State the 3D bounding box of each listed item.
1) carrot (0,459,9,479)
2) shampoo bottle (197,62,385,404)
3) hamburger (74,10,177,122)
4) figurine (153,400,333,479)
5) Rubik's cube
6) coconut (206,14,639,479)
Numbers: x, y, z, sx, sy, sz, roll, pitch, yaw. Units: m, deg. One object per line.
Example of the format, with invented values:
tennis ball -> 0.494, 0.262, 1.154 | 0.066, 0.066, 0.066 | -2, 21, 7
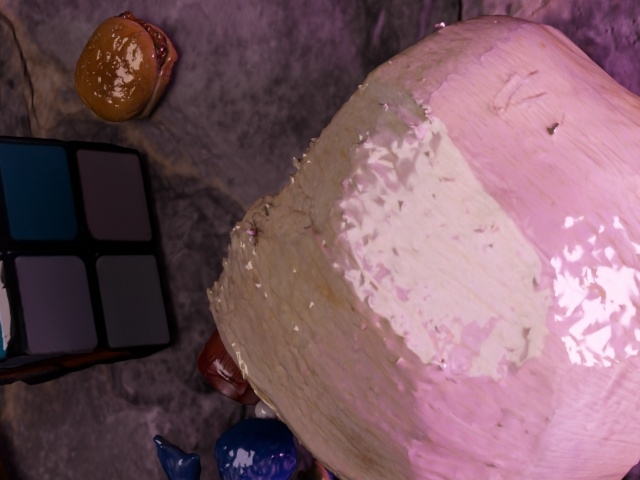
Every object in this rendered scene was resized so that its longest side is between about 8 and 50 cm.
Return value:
carrot -> -0.285, 0.205, 1.431 | 0.066, 0.066, 0.314 | -35, 74, 30
shampoo bottle -> 0.000, 0.000, 1.204 | 0.064, 0.102, 0.260 | 33, 111, 0
hamburger -> -0.155, -0.135, 1.345 | 0.076, 0.044, 0.083 | 37, 113, 30
figurine -> -0.049, 0.247, 1.217 | 0.164, 0.121, 0.262 | -8, 95, 26
Rubik's cube -> -0.243, 0.023, 1.325 | 0.183, 0.180, 0.167 | -18, 79, 36
coconut -> 0.109, 0.031, 1.015 | 0.297, 0.297, 0.254 | -45, 76, 27
